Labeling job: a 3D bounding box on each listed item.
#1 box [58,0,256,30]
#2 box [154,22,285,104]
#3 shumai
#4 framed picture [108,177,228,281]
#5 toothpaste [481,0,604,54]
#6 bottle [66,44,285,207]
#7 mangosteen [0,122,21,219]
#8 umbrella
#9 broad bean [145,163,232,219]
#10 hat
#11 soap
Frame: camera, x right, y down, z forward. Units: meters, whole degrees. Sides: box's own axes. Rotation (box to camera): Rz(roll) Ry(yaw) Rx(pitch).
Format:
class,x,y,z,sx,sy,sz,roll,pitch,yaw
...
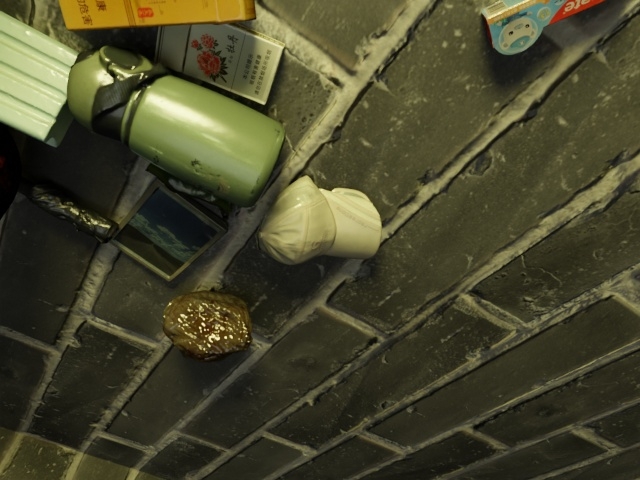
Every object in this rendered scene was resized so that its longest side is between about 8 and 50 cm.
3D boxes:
class,x,y,z,sx,sy,sz,roll,pitch,yaw
box,-0.239,-0.395,0.620,0.274,0.076,0.174,0,120,7
box,-0.169,-0.312,0.736,0.198,0.029,0.109,19,130,-11
shumai,-0.280,0.225,1.158,0.218,0.183,0.185,-9,166,-1
framed picture,-0.357,-0.017,1.023,0.189,0.023,0.260,40,125,-22
toothpaste,0.343,-0.341,0.642,0.193,0.044,0.070,-18,128,21
bottle,-0.241,-0.194,0.752,0.347,0.168,0.168,24,129,-16
mangosteen,-0.719,-0.146,0.791,0.313,0.297,0.297,38,136,24
umbrella,-0.562,-0.074,0.969,0.236,0.059,0.066,35,112,-17
broad bean,-0.261,-0.109,0.914,0.195,0.046,0.061,34,124,-23
hat,0.000,0.000,0.921,0.226,0.164,0.219,26,133,12
soap,-0.536,-0.286,0.716,0.265,0.087,0.159,25,86,-16
